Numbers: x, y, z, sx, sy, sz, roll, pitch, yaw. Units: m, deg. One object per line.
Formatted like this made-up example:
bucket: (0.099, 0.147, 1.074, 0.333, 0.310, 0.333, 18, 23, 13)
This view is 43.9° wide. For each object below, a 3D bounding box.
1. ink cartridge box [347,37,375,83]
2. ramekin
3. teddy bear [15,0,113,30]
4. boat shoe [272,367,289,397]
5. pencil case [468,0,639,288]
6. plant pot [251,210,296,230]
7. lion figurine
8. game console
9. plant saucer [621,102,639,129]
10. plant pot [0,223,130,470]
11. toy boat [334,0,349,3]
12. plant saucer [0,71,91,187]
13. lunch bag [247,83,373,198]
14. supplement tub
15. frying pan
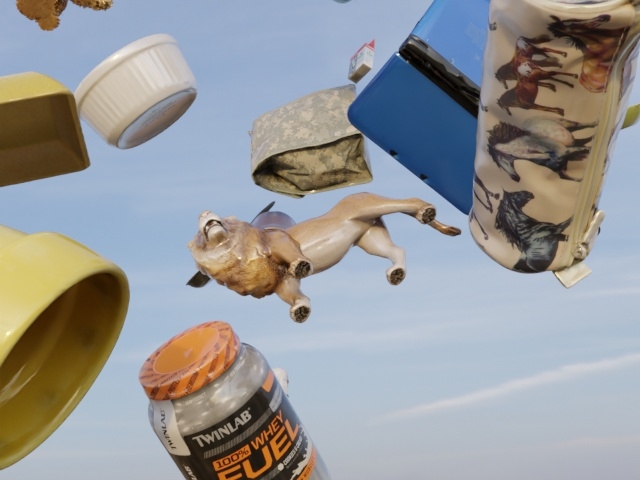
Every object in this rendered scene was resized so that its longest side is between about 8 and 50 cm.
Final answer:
ink cartridge box: (0.098, -0.432, 1.885, 0.029, 0.115, 0.063, 27, -42, -24)
ramekin: (-0.385, -0.308, 1.703, 0.273, 0.127, 0.273, -37, -3, -2)
teddy bear: (-0.557, -0.630, 1.776, 0.245, 0.113, 0.338, 25, -57, -6)
boat shoe: (-0.118, 0.333, 1.665, 0.095, 0.084, 0.258, 23, -31, -15)
pencil case: (0.267, -0.140, 0.887, 0.160, 0.183, 0.410, -34, -37, -24)
plant pot: (-0.113, 0.014, 1.939, 0.167, 0.165, 0.166, 0, -67, -1)
lion figurine: (0.000, 0.000, 1.264, 0.393, 0.142, 0.240, -14, 26, -21)
game console: (0.239, -0.231, 1.304, 0.293, 0.250, 0.173, 38, -21, -9)
plant saucer: (0.481, -0.200, 1.462, 0.241, 0.037, 0.241, -18, 2, 1)
plant pot: (-0.378, 0.080, 0.858, 0.239, 0.254, 0.254, 29, -19, 10)
toy boat: (-0.044, -0.598, 1.692, 0.267, 0.148, 0.318, 39, -2, -32)
plant saucer: (-0.596, -0.190, 1.410, 0.333, 0.080, 0.333, -13, -15, -14)
lunch bag: (-0.032, -0.229, 1.909, 0.287, 0.235, 0.168, -12, -51, 6)
supplement tub: (-0.128, 0.289, 1.190, 0.194, 0.193, 0.315, -16, -66, 28)
frying pan: (-0.246, 0.029, 2.181, 0.326, 0.053, 0.197, -42, 0, -43)
